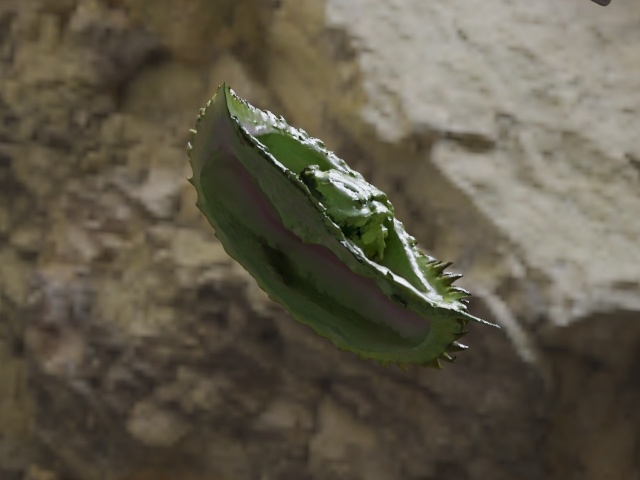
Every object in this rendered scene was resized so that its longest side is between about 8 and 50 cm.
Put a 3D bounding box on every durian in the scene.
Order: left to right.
[{"bbox_3d":[0.003,0.003,1.829,0.157,0.355,0.169,-49,-176,0],"label":"durian"}]

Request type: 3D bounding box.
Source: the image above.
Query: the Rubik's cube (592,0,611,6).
[{"bbox_3d":[0.158,-0.377,1.283,0.387,0.368,0.358,-47,-152,36],"label":"Rubik's cube"}]
